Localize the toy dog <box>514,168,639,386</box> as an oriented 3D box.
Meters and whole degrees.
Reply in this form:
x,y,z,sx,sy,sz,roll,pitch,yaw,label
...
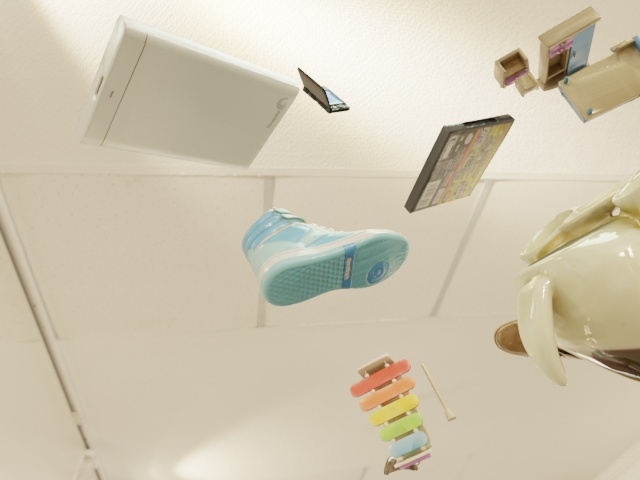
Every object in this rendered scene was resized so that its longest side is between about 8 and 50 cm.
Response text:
x,y,z,sx,sy,sz,roll,pitch,yaw,label
0.492,0.123,0.600,0.395,0.408,0.284,-34,-11,-39,toy dog

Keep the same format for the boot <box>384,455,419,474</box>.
x,y,z,sx,sy,sz,roll,pitch,yaw,label
0.243,0.658,1.329,0.087,0.118,0.042,3,-81,25,boot

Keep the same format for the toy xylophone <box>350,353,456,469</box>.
x,y,z,sx,sy,sz,roll,pitch,yaw,label
0.244,0.485,1.343,0.236,0.322,0.081,-36,-38,4,toy xylophone

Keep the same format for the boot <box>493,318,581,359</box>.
x,y,z,sx,sy,sz,roll,pitch,yaw,label
0.606,0.259,1.174,0.305,0.112,0.115,-5,0,29,boot

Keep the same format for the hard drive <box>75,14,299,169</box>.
x,y,z,sx,sy,sz,roll,pitch,yaw,label
-0.234,-0.248,0.852,0.353,0.047,0.233,1,-39,-47,hard drive

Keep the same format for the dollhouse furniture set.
x,y,z,sx,sy,sz,roll,pitch,yaw,label
0.661,-0.380,1.175,0.286,0.303,0.198,-28,-27,13,dollhouse furniture set

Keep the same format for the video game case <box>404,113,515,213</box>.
x,y,z,sx,sy,sz,roll,pitch,yaw,label
0.373,-0.206,1.232,0.248,0.035,0.275,-16,-36,-29,video game case

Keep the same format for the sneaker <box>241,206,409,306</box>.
x,y,z,sx,sy,sz,roll,pitch,yaw,label
0.000,0.000,0.871,0.319,0.208,0.127,-8,-54,-30,sneaker

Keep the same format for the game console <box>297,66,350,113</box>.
x,y,z,sx,sy,sz,roll,pitch,yaw,label
0.009,-0.379,1.132,0.107,0.122,0.071,-18,-37,-33,game console
